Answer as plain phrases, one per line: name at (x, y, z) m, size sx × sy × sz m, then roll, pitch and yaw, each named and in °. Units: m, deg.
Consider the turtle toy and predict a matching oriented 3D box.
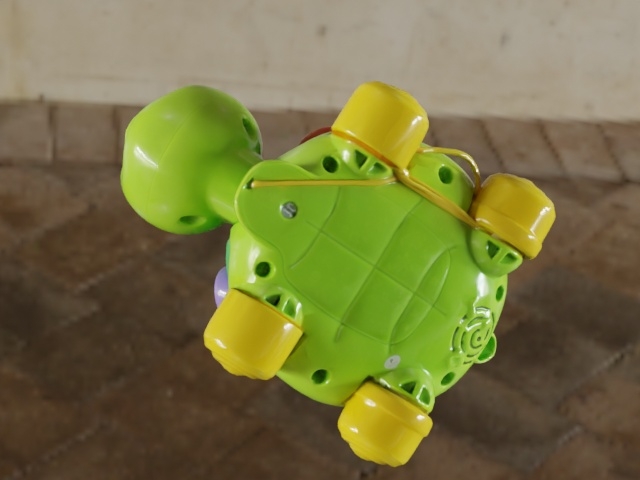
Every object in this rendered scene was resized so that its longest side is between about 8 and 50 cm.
turtle toy at (0.000, 0.000, 0.511) m, size 0.130 × 0.095 × 0.066 m, roll 34°, pitch -6°, yaw -18°
